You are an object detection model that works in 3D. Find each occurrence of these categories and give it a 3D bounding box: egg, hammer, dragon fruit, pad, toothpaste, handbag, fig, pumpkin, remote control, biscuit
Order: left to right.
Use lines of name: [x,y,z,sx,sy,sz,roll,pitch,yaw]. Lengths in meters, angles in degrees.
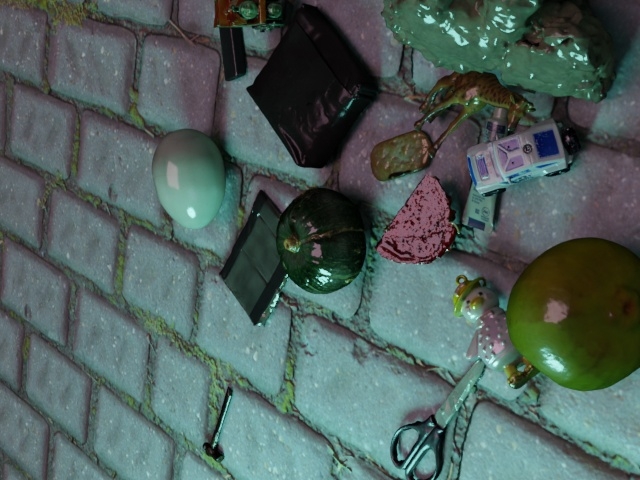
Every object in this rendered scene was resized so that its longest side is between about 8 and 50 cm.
egg: [-0.270,-0.127,2.114,0.151,0.151,0.209,-7,89,48]
hammer: [-0.212,0.392,2.199,0.065,0.021,0.178,37,117,39]
remote control: [-0.188,-0.448,2.087,0.063,0.025,0.245,-13,83,52]
pad: [-0.120,0.038,2.061,0.174,0.022,0.233,49,126,35]
handbag: [-0.024,-0.280,1.876,0.247,0.080,0.223,57,131,27]
pumpkin: [0.001,0.001,1.826,0.190,0.146,0.190,-40,43,52]
biscuit: [0.136,-0.144,1.756,0.147,0.018,0.071,-16,80,49]
dragon fruit: [0.178,-0.020,1.683,0.106,0.083,0.162,39,105,18]
toothpaste: [0.265,-0.119,1.602,0.062,0.037,0.216,25,114,40]
fig: [0.355,0.108,1.406,0.207,0.207,0.230,65,158,21]

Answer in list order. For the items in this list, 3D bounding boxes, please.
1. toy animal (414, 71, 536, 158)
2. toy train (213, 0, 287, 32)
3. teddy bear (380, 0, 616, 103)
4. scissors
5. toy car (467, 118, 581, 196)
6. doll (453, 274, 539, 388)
toy animal: [0.235,-0.212,1.566,0.275,0.054,0.149,-10,55,57]
toy train: [-0.133,-0.431,1.935,0.176,0.118,0.074,-148,55,-71]
teddy bear: [0.261,-0.327,1.432,0.367,0.357,0.224,25,91,1]
scissors: [0.205,0.295,1.719,0.109,0.022,0.300,48,126,30]
toy car: [0.299,-0.125,1.515,0.170,0.070,0.080,-18,79,26]
doll: [0.269,0.133,1.589,0.129,0.081,0.207,-38,58,9]
